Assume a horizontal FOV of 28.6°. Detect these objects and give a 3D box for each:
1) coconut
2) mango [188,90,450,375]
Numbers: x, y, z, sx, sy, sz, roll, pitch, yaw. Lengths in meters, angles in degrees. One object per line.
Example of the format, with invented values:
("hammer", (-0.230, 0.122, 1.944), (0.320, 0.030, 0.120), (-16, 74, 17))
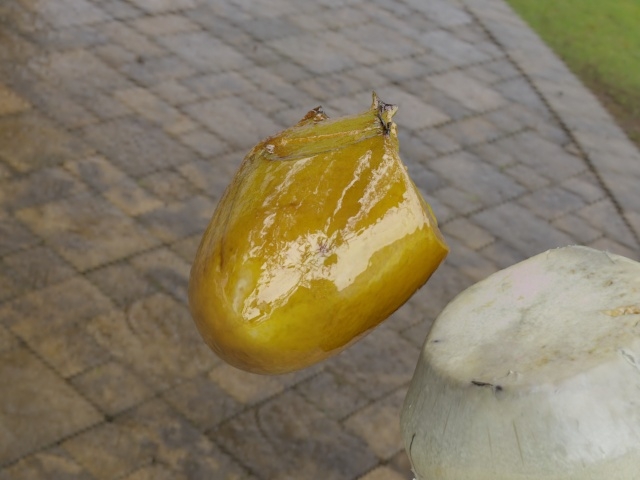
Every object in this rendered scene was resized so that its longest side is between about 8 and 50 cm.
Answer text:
("coconut", (0.178, 0.134, 0.825), (0.227, 0.230, 0.227), (-20, 27, 10))
("mango", (0.000, 0.000, 0.729), (0.126, 0.154, 0.252), (58, 24, -11))
